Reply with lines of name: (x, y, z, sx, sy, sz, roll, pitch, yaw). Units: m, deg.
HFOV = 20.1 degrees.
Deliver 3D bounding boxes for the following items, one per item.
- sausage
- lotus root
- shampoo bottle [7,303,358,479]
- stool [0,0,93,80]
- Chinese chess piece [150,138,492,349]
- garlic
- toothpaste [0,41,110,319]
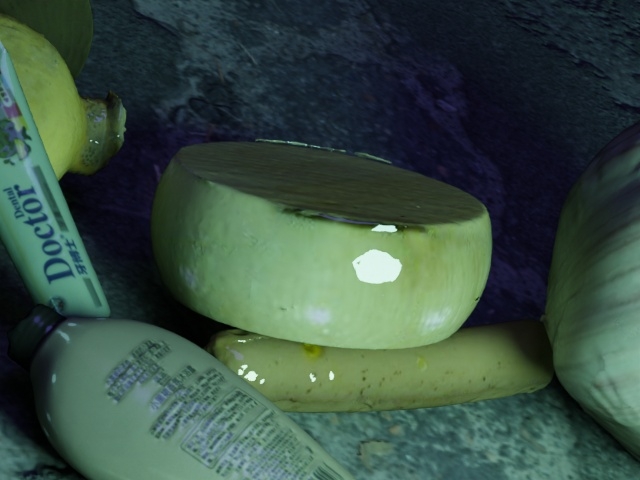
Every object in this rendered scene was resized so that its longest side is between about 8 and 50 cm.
sausage: (0.044, 0.092, 1.310, 0.301, 0.065, 0.066, 1, 39, -32)
lotus root: (-0.283, -0.100, 1.295, 0.303, 0.146, 0.131, 7, -6, -22)
shampoo bottle: (-0.092, 0.123, 1.153, 0.257, 0.078, 0.127, 34, 48, 12)
stool: (-0.291, -0.235, 1.457, 0.179, 0.179, 0.264, 9, 35, -25)
Chinese chess piece: (0.000, 0.000, 1.317, 0.251, 0.097, 0.251, 9, 14, -2)
garlic: (0.302, 0.046, 1.349, 0.317, 0.259, 0.317, 60, 12, -21)
toothpaste: (-0.199, -0.020, 1.228, 0.067, 0.037, 0.255, -24, 87, -17)
